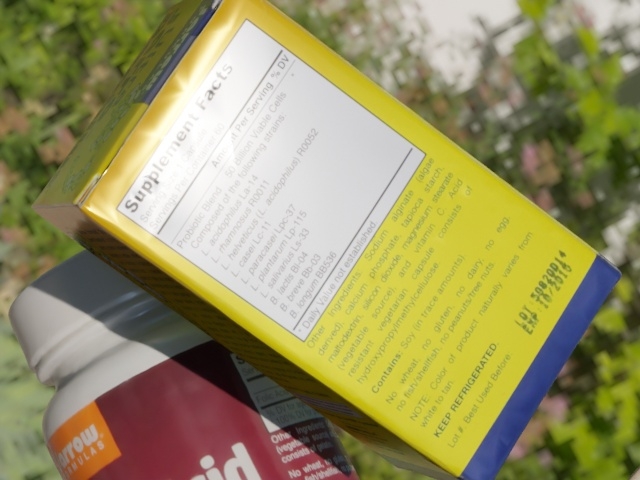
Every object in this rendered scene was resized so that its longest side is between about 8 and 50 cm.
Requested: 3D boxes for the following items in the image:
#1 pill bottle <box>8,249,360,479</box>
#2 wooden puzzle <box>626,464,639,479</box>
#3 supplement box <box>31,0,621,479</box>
[{"bbox_3d":[-0.093,0.192,1.599,0.392,0.224,0.224,62,8,13],"label":"pill bottle"},{"bbox_3d":[0.350,0.299,1.711,0.239,0.221,0.044,39,5,-7],"label":"wooden puzzle"},{"bbox_3d":[0.000,0.000,1.400,0.356,0.194,0.195,37,-11,-14],"label":"supplement box"}]
